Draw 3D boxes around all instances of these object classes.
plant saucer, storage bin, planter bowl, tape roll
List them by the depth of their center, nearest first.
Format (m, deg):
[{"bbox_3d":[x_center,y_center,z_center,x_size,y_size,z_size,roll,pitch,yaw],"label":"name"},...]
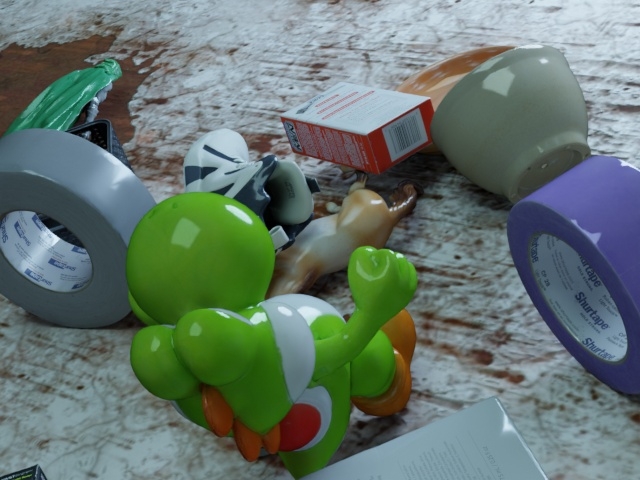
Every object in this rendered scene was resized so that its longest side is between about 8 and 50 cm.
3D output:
[{"bbox_3d":[0.245,0.029,1.136,0.080,0.189,0.189,-30,36,-15],"label":"tape roll"},{"bbox_3d":[0.208,-0.105,1.384,0.162,0.162,0.109,-25,61,-7],"label":"planter bowl"},{"bbox_3d":[-0.274,-0.010,1.424,0.219,0.219,0.072,0,41,27],"label":"tape roll"},{"bbox_3d":[0.160,-0.156,1.543,0.200,0.037,0.200,-21,28,12],"label":"plant saucer"},{"bbox_3d":[-0.290,-0.054,1.611,0.122,0.084,0.180,-18,36,3],"label":"storage bin"}]

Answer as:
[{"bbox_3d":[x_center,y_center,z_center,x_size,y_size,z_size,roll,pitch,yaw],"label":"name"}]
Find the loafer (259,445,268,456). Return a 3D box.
[{"bbox_3d":[-0.078,0.153,1.260,0.045,0.039,0.125,-33,37,-17],"label":"loafer"}]

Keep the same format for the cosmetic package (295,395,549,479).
[{"bbox_3d":[0.063,0.291,0.930,0.285,0.097,0.377,-20,29,-3],"label":"cosmetic package"}]

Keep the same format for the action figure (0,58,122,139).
[{"bbox_3d":[-0.345,-0.168,1.811,0.137,0.063,0.232,12,50,41],"label":"action figure"}]

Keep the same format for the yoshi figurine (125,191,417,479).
[{"bbox_3d":[-0.045,0.056,1.088,0.203,0.362,0.203,38,95,20],"label":"yoshi figurine"}]

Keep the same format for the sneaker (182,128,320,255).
[{"bbox_3d":[-0.064,-0.052,1.387,0.153,0.094,0.235,-19,28,22],"label":"sneaker"}]

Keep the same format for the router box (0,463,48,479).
[{"bbox_3d":[-0.257,0.255,1.141,0.092,0.122,0.038,-18,30,4],"label":"router box"}]

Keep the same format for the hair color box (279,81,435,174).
[{"bbox_3d":[0.042,-0.125,1.486,0.093,0.053,0.167,-31,28,-25],"label":"hair color box"}]

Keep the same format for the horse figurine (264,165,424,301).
[{"bbox_3d":[0.000,0.000,1.408,0.263,0.066,0.174,-29,28,-7],"label":"horse figurine"}]
